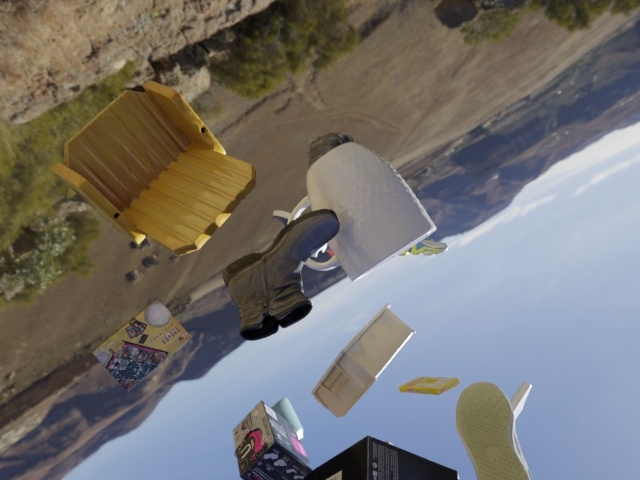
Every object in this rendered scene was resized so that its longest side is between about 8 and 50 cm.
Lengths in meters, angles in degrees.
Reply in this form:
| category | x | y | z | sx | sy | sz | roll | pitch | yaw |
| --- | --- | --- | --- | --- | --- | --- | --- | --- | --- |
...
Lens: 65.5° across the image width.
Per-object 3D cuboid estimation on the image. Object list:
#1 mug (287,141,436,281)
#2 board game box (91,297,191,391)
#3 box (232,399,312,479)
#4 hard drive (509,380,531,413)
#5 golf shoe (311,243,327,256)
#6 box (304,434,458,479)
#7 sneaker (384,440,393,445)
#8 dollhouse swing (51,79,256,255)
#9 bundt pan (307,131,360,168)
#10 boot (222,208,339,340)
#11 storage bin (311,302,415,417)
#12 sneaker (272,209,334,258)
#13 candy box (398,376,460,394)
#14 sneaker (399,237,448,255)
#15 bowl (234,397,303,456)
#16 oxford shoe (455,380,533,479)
| category | x | y | z | sx | sy | sz | roll | pitch | yaw |
| --- | --- | --- | --- | --- | --- | --- | --- | --- | --- |
| mug | 0.077 | -0.068 | 1.396 | 0.374 | 0.328 | 0.276 | -34 | 172 | 11 |
| board game box | -0.547 | 0.318 | 1.532 | 0.243 | 0.165 | 0.042 | -41 | -170 | -19 |
| box | -0.154 | 0.624 | 1.483 | 0.142 | 0.163 | 0.247 | -46 | -162 | -4 |
| hard drive | 0.776 | 0.753 | 2.079 | 0.307 | 0.040 | 0.203 | -36 | 140 | -33 |
| golf shoe | 0.000 | 0.000 | 1.849 | 0.069 | 0.086 | 0.176 | 0 | -156 | 38 |
| box | 0.155 | 0.725 | 1.363 | 0.343 | 0.312 | 0.179 | -48 | -158 | 36 |
| sneaker | 0.295 | 0.832 | 1.729 | 0.099 | 0.153 | 0.282 | -61 | -165 | 15 |
| dollhouse swing | -0.394 | -0.184 | 1.229 | 0.305 | 0.315 | 0.347 | 16 | -120 | 49 |
| bundt pan | 0.105 | -0.357 | 2.291 | 0.331 | 0.331 | 0.124 | -29 | -178 | -44 |
| boot | -0.061 | 0.086 | 1.185 | 0.338 | 0.222 | 0.118 | -36 | 135 | 2 |
| storage bin | 0.127 | 0.364 | 1.494 | 0.262 | 0.123 | 0.260 | -36 | 161 | -47 |
| sneaker | -0.060 | -0.011 | 2.060 | 0.148 | 0.350 | 0.131 | -67 | 163 | 7 |
| candy box | 0.373 | 0.502 | 1.725 | 0.105 | 0.027 | 0.206 | -17 | 177 | -31 |
| sneaker | 0.452 | 0.002 | 2.247 | 0.240 | 0.126 | 0.091 | -5 | -169 | 6 |
| bowl | -0.190 | 0.825 | 2.058 | 0.311 | 0.163 | 0.311 | -43 | 159 | -21 |
| oxford shoe | 0.482 | 0.575 | 1.380 | 0.169 | 0.130 | 0.449 | -21 | -156 | 13 |
